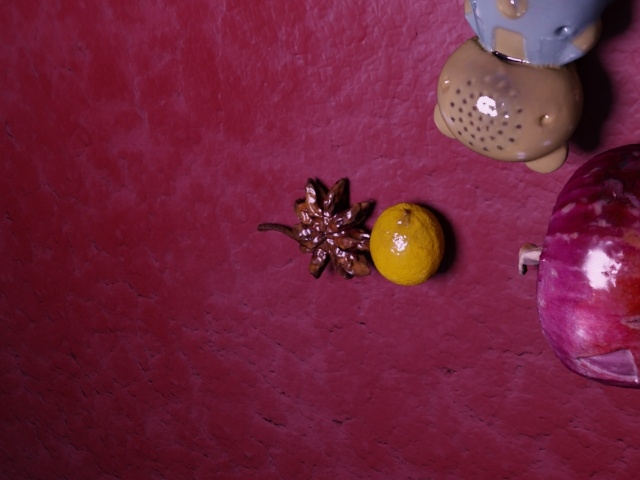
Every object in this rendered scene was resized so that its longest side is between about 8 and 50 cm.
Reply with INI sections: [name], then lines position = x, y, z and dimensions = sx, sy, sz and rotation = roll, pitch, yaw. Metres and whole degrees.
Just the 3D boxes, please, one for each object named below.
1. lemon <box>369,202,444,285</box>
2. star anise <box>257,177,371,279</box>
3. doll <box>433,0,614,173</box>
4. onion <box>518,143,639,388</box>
[lemon]
position = 0.124, 0.007, 1.324
dimensions = 0.109, 0.109, 0.133
rotation = 17, 130, 29
[star anise]
position = 0.000, 0.000, 1.444
dimensions = 0.177, 0.073, 0.234
rotation = 58, 142, 6
[doll]
position = 0.234, -0.215, 1.071
dimensions = 0.177, 0.161, 0.261
rotation = 25, 126, 22
[onion]
position = 0.356, 0.018, 1.067
dimensions = 0.272, 0.256, 0.230
rotation = -7, 129, 16
